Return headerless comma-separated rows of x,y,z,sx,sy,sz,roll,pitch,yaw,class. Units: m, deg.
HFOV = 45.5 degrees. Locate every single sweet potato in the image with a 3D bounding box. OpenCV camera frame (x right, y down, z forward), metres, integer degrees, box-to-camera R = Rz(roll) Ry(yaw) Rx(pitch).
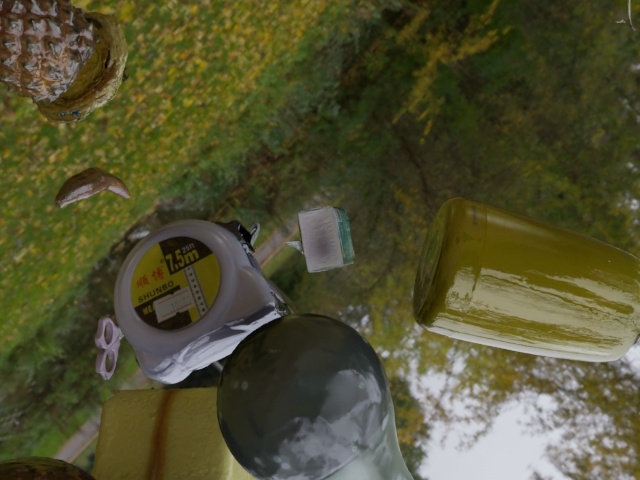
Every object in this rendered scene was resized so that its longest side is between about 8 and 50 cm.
-0.483,-0.119,1.629,0.058,0.078,0.255,-17,-177,18,sweet potato

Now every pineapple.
-0.489,-0.349,1.061,0.175,0.361,0.175,-39,-151,27,pineapple

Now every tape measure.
-0.145,0.063,0.904,0.196,0.178,0.105,-25,155,7,tape measure

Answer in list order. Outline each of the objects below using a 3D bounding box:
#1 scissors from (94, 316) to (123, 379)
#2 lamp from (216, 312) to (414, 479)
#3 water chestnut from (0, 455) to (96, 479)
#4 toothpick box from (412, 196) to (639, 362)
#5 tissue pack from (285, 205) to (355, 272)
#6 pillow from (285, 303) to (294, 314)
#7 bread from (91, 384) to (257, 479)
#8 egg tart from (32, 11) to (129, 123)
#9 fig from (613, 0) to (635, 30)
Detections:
-0.364,0.166,1.373,0.212,0.021,0.110,-78,169,-75,scissors
0.010,0.228,0.792,0.181,0.314,0.182,-24,179,-1,lamp
-0.390,0.460,0.973,0.335,0.335,0.347,-46,-160,-3,water chestnut
0.266,0.058,0.962,0.175,0.271,0.175,-165,-90,-88,toothpick box
-0.001,0.000,1.060,0.079,0.085,0.111,-11,179,10,tissue pack
-0.098,0.130,1.305,0.078,0.134,0.181,-54,176,1,pillow
-0.235,0.377,1.329,0.236,0.263,0.198,70,21,-53,bread
-0.536,-0.382,1.745,0.291,0.291,0.107,-46,152,3,egg tart
0.275,-0.298,0.601,0.159,0.159,0.257,-45,146,-60,fig
